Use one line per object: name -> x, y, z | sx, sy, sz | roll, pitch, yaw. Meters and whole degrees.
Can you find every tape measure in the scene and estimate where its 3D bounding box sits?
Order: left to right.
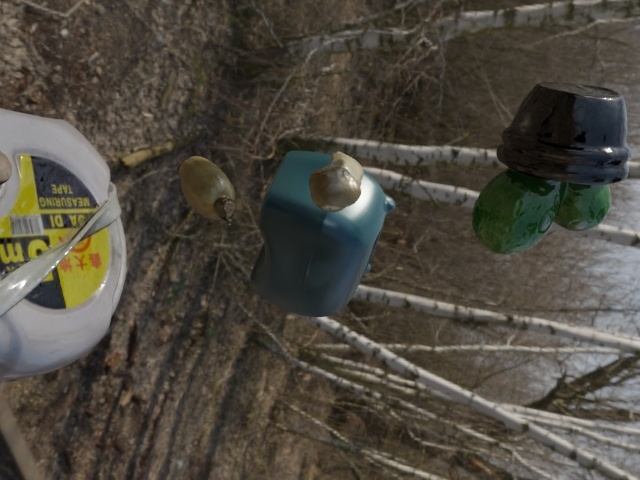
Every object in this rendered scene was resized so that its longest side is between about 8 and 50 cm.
tape measure -> -0.224, 0.000, 0.406 | 0.236, 0.120, 0.197 | -9, 86, -71

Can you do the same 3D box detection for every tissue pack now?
tissue pack -> 0.000, 0.000, 1.010 | 0.287, 0.206, 0.198 | 104, 7, -47

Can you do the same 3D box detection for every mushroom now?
mushroom -> 0.029, -0.084, 0.755 | 0.054, 0.059, 0.202 | -38, -173, 19

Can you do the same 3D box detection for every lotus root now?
lotus root -> -0.157, -0.073, 0.812 | 0.062, 0.150, 0.073 | -21, 133, -27

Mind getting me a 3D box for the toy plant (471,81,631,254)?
toy plant -> 0.323, -0.094, 0.808 | 0.175, 0.218, 0.234 | -133, -137, -58
